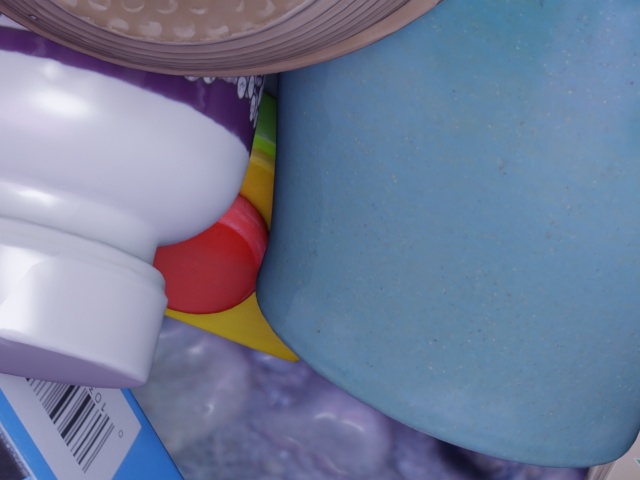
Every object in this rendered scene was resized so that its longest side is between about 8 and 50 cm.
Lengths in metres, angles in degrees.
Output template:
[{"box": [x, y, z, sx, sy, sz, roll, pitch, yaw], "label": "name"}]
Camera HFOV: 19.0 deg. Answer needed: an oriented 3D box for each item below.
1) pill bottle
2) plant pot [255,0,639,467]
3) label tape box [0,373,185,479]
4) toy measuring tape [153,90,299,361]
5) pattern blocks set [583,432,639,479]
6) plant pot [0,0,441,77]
[{"box": [-0.100, -0.098, 0.783, 0.169, 0.169, 0.301, 12, 79, -2], "label": "pill bottle"}, {"box": [0.097, -0.055, 0.803, 0.272, 0.271, 0.255, 21, 108, -6], "label": "plant pot"}, {"box": [-0.238, 0.154, 0.989, 0.334, 0.106, 0.240, -16, 115, 27], "label": "label tape box"}, {"box": [0.000, 0.000, 0.948, 0.330, 0.121, 0.121, 22, 115, -16], "label": "toy measuring tape"}, {"box": [0.225, 0.087, 0.993, 0.285, 0.026, 0.325, 21, 117, -20], "label": "pattern blocks set"}, {"box": [-0.040, -0.138, 0.589, 0.237, 0.109, 0.237, 1, 125, 1], "label": "plant pot"}]
